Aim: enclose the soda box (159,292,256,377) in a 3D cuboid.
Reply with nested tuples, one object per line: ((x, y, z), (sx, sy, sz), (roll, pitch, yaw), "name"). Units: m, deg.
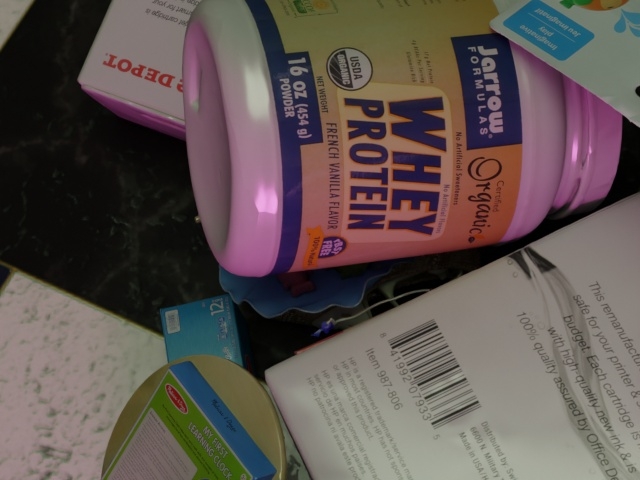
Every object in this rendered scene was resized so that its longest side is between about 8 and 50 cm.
((-0.086, 0.157, 1.383), (0.067, 0.071, 0.210), (-13, 63, 5), "soda box")

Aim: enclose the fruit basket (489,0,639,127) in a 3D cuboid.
((0.361, -0.184, 1.188), (0.353, 0.165, 0.327), (-35, 58, -25), "fruit basket")

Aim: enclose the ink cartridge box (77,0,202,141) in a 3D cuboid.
((-0.079, -0.222, 1.517), (0.197, 0.114, 0.273), (21, 81, 18), "ink cartridge box")

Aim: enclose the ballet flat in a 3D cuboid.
((0.050, 0.043, 1.424), (0.206, 0.073, 0.067), (-24, 78, 1), "ballet flat")

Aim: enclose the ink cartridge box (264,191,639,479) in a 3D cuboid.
((0.197, 0.164, 1.283), (0.395, 0.166, 0.285), (-25, 63, -4), "ink cartridge box")

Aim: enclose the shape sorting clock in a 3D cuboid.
((-0.104, 0.195, 1.296), (0.206, 0.040, 0.206), (-12, 73, 42), "shape sorting clock")

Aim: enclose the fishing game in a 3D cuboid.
((0.000, 0.000, 1.402), (0.189, 0.041, 0.264), (-22, 35, -9), "fishing game")

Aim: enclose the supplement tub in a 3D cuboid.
((0.061, -0.099, 1.301), (0.316, 0.228, 0.228), (-8, 62, -14), "supplement tub")
